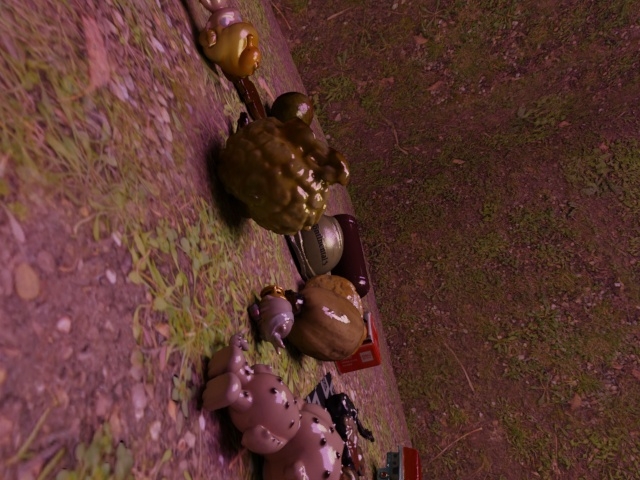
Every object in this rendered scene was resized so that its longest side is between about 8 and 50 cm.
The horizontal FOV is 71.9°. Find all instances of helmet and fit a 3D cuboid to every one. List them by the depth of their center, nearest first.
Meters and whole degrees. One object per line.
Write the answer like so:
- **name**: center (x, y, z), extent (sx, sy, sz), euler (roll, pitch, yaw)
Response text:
- **helmet**: center (-0.007, -0.012, 1.255), extent (0.204, 0.137, 0.257), euler (-85, 156, -66)

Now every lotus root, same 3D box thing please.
- **lotus root**: center (0.002, 0.184, 0.947), extent (0.257, 0.154, 0.140), euler (36, 31, -44)

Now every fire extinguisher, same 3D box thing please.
- **fire extinguisher**: center (0.090, 0.084, 1.394), extent (0.135, 0.114, 0.337), euler (40, 34, -47)

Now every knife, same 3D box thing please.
- **knife**: center (0.149, 0.611, 1.398), extent (0.222, 0.021, 0.045), euler (61, 12, -47)

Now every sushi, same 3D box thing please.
- **sushi**: center (0.065, 0.479, 1.015), extent (0.339, 0.069, 0.320), euler (28, 46, -76)

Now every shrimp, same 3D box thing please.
- **shrimp**: center (-0.156, -0.185, 1.008), extent (0.148, 0.035, 0.195), euler (47, 34, -63)

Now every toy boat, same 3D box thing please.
- **toy boat**: center (0.227, 0.782, 1.279), extent (0.332, 0.133, 0.145), euler (-81, 159, -47)

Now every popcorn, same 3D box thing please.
- **popcorn**: center (-0.060, -0.128, 0.834), extent (0.237, 0.252, 0.206), euler (-72, 149, -51)

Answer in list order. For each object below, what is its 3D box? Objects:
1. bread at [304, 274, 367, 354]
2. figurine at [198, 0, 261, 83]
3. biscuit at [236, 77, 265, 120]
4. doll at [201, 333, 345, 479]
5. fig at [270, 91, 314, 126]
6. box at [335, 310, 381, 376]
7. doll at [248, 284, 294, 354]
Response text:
- **bread**: center (0.045, 0.199, 1.172), extent (0.244, 0.134, 0.244), euler (-19, 90, -78)
- **figurine**: center (-0.211, -0.466, 0.950), extent (0.156, 0.131, 0.246), euler (-39, 117, -42)
- **biscuit**: center (-0.193, -0.395, 1.200), extent (0.175, 0.026, 0.124), euler (55, 19, -61)
- **doll**: center (-0.060, 0.254, 0.617), extent (0.278, 0.119, 0.154), euler (58, 14, -23)
- **fig**: center (-0.076, -0.369, 1.486), extent (0.151, 0.151, 0.259), euler (-93, 167, -55)
- **box**: center (0.109, 0.310, 1.359), extent (0.182, 0.133, 0.099), euler (-77, 147, -69)
- **doll**: center (-0.089, 0.137, 0.777), extent (0.084, 0.073, 0.127), euler (25, 33, -30)
